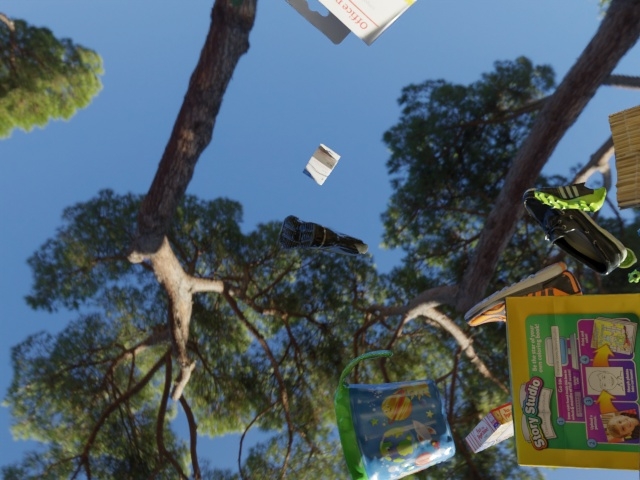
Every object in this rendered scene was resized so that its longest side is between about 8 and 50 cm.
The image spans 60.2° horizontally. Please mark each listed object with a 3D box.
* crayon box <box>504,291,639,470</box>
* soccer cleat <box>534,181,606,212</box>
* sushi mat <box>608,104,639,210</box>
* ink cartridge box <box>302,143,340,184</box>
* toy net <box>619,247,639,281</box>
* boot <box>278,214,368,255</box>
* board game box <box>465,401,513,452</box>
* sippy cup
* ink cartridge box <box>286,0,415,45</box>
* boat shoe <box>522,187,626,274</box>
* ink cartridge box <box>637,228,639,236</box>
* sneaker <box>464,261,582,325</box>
[{"bbox_3d":[0.576,0.299,1.203,0.313,0.106,0.363,-4,-97,18],"label":"crayon box"},{"bbox_3d":[0.636,-0.117,1.409,0.179,0.060,0.072,19,-112,51],"label":"soccer cleat"},{"bbox_3d":[0.514,-0.139,0.664,0.019,0.316,0.152,22,-114,-35],"label":"sushi mat"},{"bbox_3d":[0.001,-0.151,1.101,0.048,0.083,0.028,34,-119,-4],"label":"ink cartridge box"},{"bbox_3d":[1.079,0.034,1.790,0.045,0.232,0.122,10,-132,-50],"label":"toy net"},{"bbox_3d":[0.000,0.000,1.227,0.137,0.198,0.077,14,-86,-28],"label":"boot"},{"bbox_3d":[0.481,0.461,1.409,0.193,0.147,0.045,-8,-132,-30],"label":"board game box"},{"bbox_3d":[0.167,0.411,1.211,0.224,0.306,0.240,-17,-150,6],"label":"sippy cup"},{"bbox_3d":[0.088,-0.507,0.992,0.207,0.353,0.119,30,-143,-32],"label":"ink cartridge box"},{"bbox_3d":[0.734,-0.020,1.644,0.340,0.127,0.113,42,-118,9],"label":"boat shoe"},{"bbox_3d":[0.830,0.049,1.233,0.086,0.148,0.203,-32,-80,-7],"label":"ink cartridge box"},{"bbox_3d":[0.569,0.206,1.530,0.124,0.321,0.180,-11,-109,-60],"label":"sneaker"}]
